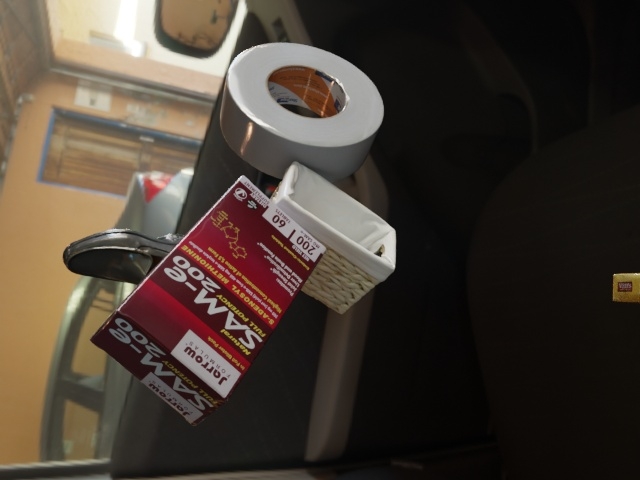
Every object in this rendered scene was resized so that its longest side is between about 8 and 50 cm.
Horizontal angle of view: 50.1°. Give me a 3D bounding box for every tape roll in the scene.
[{"bbox_3d":[-0.027,-0.180,0.949,0.072,0.219,0.219,113,159,-46],"label":"tape roll"}]

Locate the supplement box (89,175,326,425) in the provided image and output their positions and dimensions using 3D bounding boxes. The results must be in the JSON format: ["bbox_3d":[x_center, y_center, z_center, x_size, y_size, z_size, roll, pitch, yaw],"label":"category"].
[{"bbox_3d":[-0.102,0.051,0.698,0.073,0.130,0.239,-42,10,42],"label":"supplement box"}]

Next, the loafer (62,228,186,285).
[{"bbox_3d":[-0.216,0.026,0.816,0.061,0.170,0.062,-118,35,-45],"label":"loafer"}]

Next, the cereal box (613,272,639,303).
[{"bbox_3d":[0.583,0.075,0.997,0.173,0.240,0.047,165,109,-74],"label":"cereal box"}]

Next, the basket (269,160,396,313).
[{"bbox_3d":[0.000,0.000,0.866,0.103,0.167,0.113,-51,14,27],"label":"basket"}]
